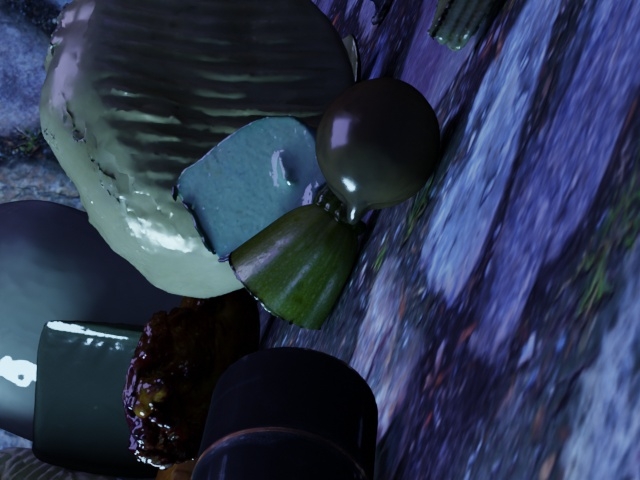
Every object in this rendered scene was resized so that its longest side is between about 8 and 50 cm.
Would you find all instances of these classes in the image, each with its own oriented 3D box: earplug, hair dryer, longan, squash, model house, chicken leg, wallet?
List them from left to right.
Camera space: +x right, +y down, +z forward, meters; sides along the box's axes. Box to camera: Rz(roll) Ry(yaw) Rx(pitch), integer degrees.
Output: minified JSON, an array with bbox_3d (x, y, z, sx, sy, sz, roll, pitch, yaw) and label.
[{"bbox_3d":[-0.317,0.120,2.169,0.312,0.394,0.312,-158,90,-84],"label":"earplug"},{"bbox_3d":[-0.248,0.180,1.957,0.052,0.169,0.245,-88,8,-48],"label":"wallet"},{"bbox_3d":[-0.133,0.085,1.838,0.096,0.158,0.407,-11,45,27],"label":"chicken leg"},{"bbox_3d":[-0.055,0.254,1.037,0.189,0.107,0.352,-80,7,-55],"label":"hair dryer"},{"bbox_3d":[-0.031,-0.035,1.578,0.148,0.119,0.149,-37,-25,13],"label":"model house"},{"bbox_3d":[0.001,-0.001,1.445,0.132,0.105,0.105,-48,11,13],"label":"squash"},{"bbox_3d":[0.040,-0.066,1.253,0.113,0.092,0.113,-159,90,-85],"label":"longan"}]

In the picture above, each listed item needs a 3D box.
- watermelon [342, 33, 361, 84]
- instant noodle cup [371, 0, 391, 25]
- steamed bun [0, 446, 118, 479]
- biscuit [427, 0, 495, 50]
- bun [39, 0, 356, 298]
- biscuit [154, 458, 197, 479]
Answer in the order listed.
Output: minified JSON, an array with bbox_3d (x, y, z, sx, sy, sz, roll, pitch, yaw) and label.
[{"bbox_3d":[-0.005,-0.169,1.948,0.125,0.094,0.135,-43,28,54],"label":"watermelon"},{"bbox_3d":[0.054,-0.382,2.041,0.177,0.126,0.208,128,163,-64],"label":"instant noodle cup"},{"bbox_3d":[-0.338,0.401,1.981,0.320,0.275,0.206,-96,14,-68],"label":"steamed bun"},{"bbox_3d":[0.138,-0.250,1.324,0.121,0.041,0.199,117,174,-48],"label":"biscuit"},{"bbox_3d":[-0.122,-0.128,1.746,0.326,0.362,0.234,-24,-5,-14],"label":"bun"},{"bbox_3d":[-0.164,0.300,1.831,0.334,0.047,0.202,-82,17,-68],"label":"biscuit"}]
